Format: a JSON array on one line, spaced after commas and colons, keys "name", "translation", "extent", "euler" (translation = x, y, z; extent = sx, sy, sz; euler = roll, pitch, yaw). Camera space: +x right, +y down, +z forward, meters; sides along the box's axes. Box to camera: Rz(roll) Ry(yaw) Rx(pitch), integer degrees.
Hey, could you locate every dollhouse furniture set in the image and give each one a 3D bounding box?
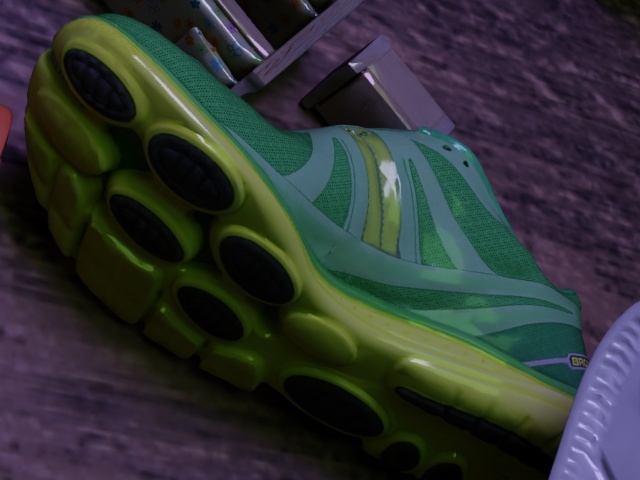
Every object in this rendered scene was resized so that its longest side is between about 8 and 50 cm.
[{"name": "dollhouse furniture set", "translation": [-0.001, -0.108, 0.719], "extent": [0.182, 0.161, 0.101], "euler": [50, 50, -6]}]

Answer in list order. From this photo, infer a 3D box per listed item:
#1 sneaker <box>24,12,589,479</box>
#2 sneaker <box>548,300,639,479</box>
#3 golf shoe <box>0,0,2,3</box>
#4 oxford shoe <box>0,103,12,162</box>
[{"name": "sneaker", "translation": [0.000, 0.000, 0.722], "extent": [0.295, 0.109, 0.123], "euler": [37, 44, -26]}, {"name": "sneaker", "translation": [0.154, 0.188, 0.724], "extent": [0.236, 0.130, 0.323], "euler": [31, 81, -54]}, {"name": "golf shoe", "translation": [-0.145, -0.169, 0.707], "extent": [0.086, 0.069, 0.176], "euler": [-6, 75, -44]}, {"name": "oxford shoe", "translation": [-0.202, 0.024, 0.561], "extent": [0.098, 0.097, 0.271], "euler": [42, 51, -6]}]
